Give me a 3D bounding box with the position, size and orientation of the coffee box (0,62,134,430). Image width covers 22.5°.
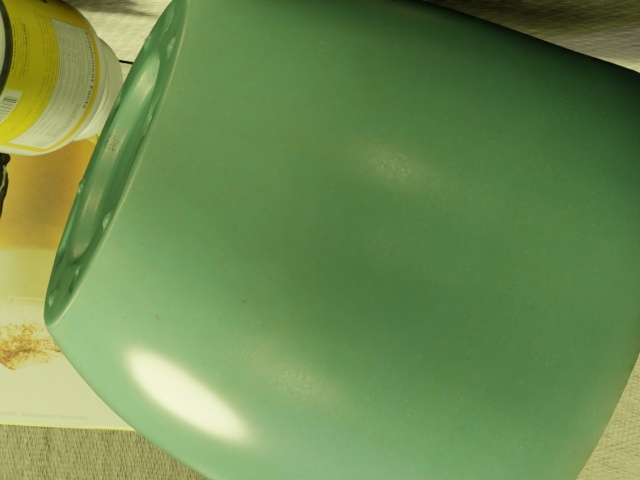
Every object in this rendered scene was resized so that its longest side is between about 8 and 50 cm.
[{"bbox_3d":[-0.226,0.002,1.579,0.338,0.334,0.338,7,-179,-24],"label":"coffee box"}]

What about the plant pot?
[{"bbox_3d":[0.000,0.000,0.820,0.235,0.293,0.293,23,176,-15],"label":"plant pot"}]

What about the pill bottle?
[{"bbox_3d":[-0.194,-0.105,0.974,0.103,0.103,0.184,7,-179,19],"label":"pill bottle"}]

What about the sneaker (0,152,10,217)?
[{"bbox_3d":[-0.292,-0.083,1.033,0.118,0.107,0.279,1,145,21],"label":"sneaker"}]
